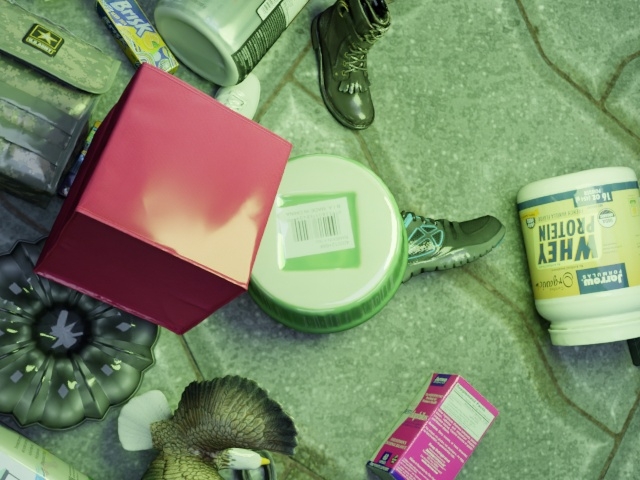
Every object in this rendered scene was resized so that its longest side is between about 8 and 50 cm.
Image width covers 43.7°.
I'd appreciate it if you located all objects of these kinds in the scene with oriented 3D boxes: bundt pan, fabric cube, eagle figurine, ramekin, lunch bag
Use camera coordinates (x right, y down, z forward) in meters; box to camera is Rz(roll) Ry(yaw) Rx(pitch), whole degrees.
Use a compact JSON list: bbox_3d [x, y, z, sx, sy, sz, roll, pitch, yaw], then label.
[{"bbox_3d":[-0.407,0.142,1.256,0.331,0.124,0.331,3,83,-20],"label":"bundt pan"},{"bbox_3d":[-0.232,-0.049,1.181,0.254,0.259,0.258,27,58,-21],"label":"fabric cube"},{"bbox_3d":[-0.172,0.327,1.221,0.225,0.298,0.226,-19,90,-20],"label":"eagle figurine"},{"bbox_3d":[0.000,0.000,1.348,0.303,0.148,0.303,-1,78,3],"label":"ramekin"},{"bbox_3d":[-0.473,-0.230,1.257,0.235,0.169,0.287,26,71,-18],"label":"lunch bag"}]

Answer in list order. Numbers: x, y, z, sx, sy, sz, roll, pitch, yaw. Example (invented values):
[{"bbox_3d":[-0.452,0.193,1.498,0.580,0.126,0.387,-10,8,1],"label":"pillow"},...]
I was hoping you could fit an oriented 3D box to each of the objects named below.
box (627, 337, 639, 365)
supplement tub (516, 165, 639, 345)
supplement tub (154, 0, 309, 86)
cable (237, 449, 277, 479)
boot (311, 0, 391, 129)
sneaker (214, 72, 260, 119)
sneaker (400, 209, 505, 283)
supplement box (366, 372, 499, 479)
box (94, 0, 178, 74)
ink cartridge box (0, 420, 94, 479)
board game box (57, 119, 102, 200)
[{"bbox_3d":[0.741,0.065,1.568,0.179,0.312,0.343,-14,88,-20],"label":"box"},{"bbox_3d":[0.516,0.032,1.537,0.228,0.228,0.316,-8,86,-20],"label":"supplement tub"},{"bbox_3d":[-0.125,-0.441,1.390,0.193,0.193,0.316,39,72,-11],"label":"supplement tub"},{"bbox_3d":[-0.077,0.496,1.355,0.139,0.072,0.287,4,82,-24],"label":"cable"},{"bbox_3d":[0.065,-0.343,1.425,0.091,0.229,0.263,-19,90,-21],"label":"boot"},{"bbox_3d":[-0.164,-0.215,1.400,0.080,0.094,0.212,34,73,-11],"label":"sneaker"},{"bbox_3d":[0.192,-0.003,1.483,0.341,0.125,0.139,-18,88,-21],"label":"sneaker"},{"bbox_3d":[0.204,0.360,1.449,0.114,0.111,0.220,44,71,-9],"label":"supplement box"},{"bbox_3d":[-0.320,-0.355,1.384,0.059,0.054,0.169,-36,95,-20],"label":"box"},{"bbox_3d":[-0.438,0.372,1.173,0.278,0.201,0.117,37,75,-11],"label":"ink cartridge box"},{"bbox_3d":[-0.334,-0.100,1.351,0.170,0.048,0.141,27,74,-14],"label":"board game box"}]
